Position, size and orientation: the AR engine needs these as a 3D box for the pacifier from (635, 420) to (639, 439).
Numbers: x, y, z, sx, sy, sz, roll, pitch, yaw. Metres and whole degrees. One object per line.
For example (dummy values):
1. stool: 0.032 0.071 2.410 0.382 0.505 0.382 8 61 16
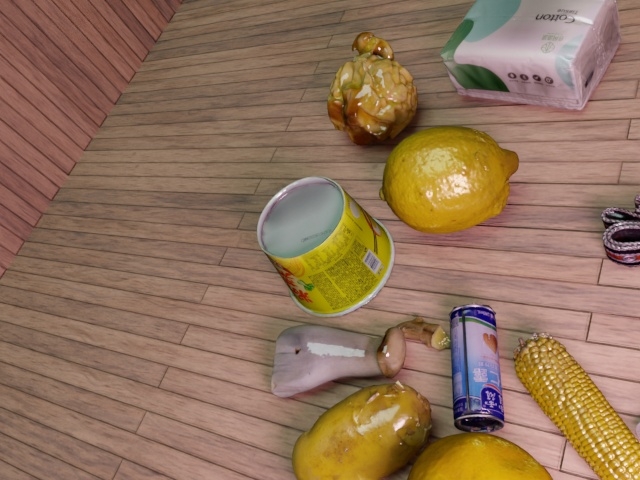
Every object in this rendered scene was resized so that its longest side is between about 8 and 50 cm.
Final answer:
1. pacifier: 0.564 0.298 1.022 0.100 0.077 0.081 -15 25 -11

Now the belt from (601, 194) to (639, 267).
1. belt: 0.706 0.003 1.152 0.360 0.094 0.126 11 68 39

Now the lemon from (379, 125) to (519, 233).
1. lemon: 0.288 -0.140 1.421 0.320 0.245 0.245 -12 52 19

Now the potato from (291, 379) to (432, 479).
1. potato: 0.081 0.385 1.221 0.300 0.140 0.172 -37 52 11

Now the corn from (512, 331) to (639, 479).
1. corn: 0.450 0.295 1.088 0.106 0.106 0.305 -35 50 5

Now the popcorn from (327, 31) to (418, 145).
1. popcorn: 0.138 -0.412 1.734 0.265 0.225 0.331 -31 56 50

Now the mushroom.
1. mushroom: 0.037 0.262 1.377 0.329 0.122 0.159 -7 91 29

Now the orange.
1. orange: 0.259 0.440 0.984 0.235 0.278 0.279 -15 44 -15

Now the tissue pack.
1. tissue pack: 0.521 -0.487 1.567 0.357 0.194 0.266 19 67 40

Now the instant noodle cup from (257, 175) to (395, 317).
1. instant noodle cup: 0.000 0.000 1.507 0.312 0.221 0.311 -17 49 20

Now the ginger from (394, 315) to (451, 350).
1. ginger: 0.222 0.197 1.344 0.137 0.044 0.057 12 93 40

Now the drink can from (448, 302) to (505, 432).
1. drink can: 0.302 0.245 1.220 0.097 0.097 0.235 -13 50 24
